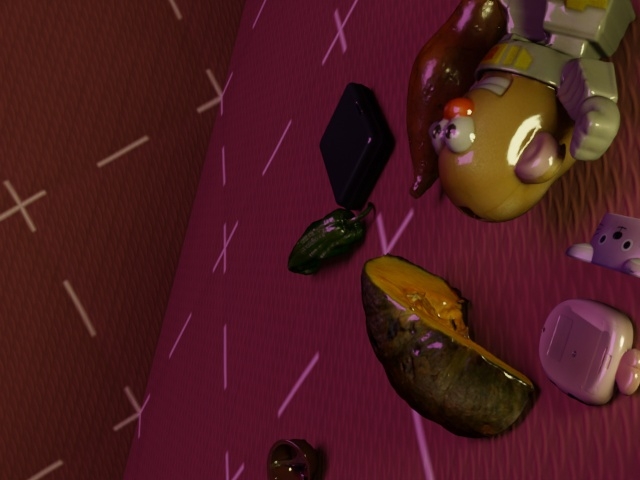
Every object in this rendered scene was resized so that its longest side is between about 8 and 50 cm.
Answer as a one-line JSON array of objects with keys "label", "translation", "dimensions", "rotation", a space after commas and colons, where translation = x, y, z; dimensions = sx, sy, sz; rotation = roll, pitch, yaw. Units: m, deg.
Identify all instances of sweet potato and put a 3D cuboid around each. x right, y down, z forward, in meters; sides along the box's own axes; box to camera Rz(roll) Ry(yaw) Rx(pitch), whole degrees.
[{"label": "sweet potato", "translation": [0.183, -0.232, 1.355], "dimensions": [0.112, 0.112, 0.359], "rotation": [-136, 60, -67]}]

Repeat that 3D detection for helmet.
[{"label": "helmet", "translation": [-0.037, 0.364, 1.555], "dimensions": [0.089, 0.057, 0.111], "rotation": [38, 125, 22]}]

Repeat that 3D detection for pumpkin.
[{"label": "pumpkin", "translation": [0.111, 0.135, 1.169], "dimensions": [0.148, 0.169, 0.312], "rotation": [-67, 21, 13]}]

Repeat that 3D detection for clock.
[{"label": "clock", "translation": [0.300, 0.011, 0.853], "dimensions": [0.153, 0.110, 0.050], "rotation": [-155, 79, -70]}]

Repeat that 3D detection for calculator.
[{"label": "calculator", "translation": [0.273, 0.113, 0.972], "dimensions": [0.166, 0.024, 0.103], "rotation": [-151, 78, -70]}]

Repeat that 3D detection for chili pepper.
[{"label": "chili pepper", "translation": [0.004, 0.004, 1.691], "dimensions": [0.257, 0.100, 0.074], "rotation": [-32, 70, 59]}]

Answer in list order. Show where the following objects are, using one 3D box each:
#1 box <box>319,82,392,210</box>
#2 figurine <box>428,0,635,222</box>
[{"label": "box", "translation": [0.059, -0.172, 1.713], "dimensions": [0.230, 0.050, 0.160], "rotation": [-104, 35, -55]}, {"label": "figurine", "translation": [0.230, -0.155, 1.068], "dimensions": [0.342, 0.167, 0.284], "rotation": [64, -131, -88]}]
